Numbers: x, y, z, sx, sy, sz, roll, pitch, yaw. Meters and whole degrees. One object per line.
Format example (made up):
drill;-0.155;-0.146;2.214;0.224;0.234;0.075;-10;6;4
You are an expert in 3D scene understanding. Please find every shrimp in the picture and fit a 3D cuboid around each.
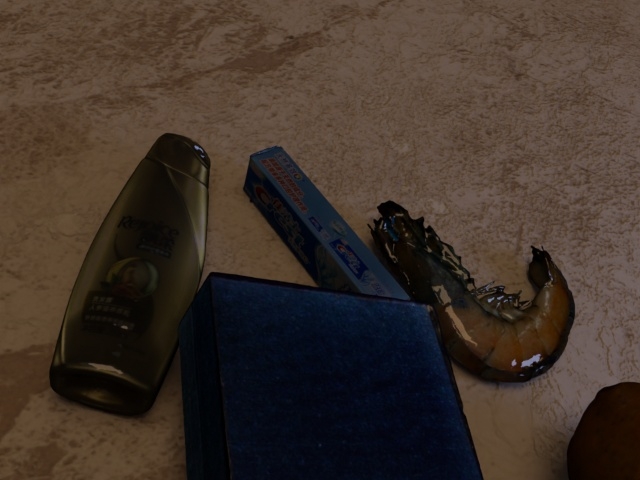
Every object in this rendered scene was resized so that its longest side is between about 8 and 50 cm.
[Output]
shrimp;0.198;0.038;1.023;0.222;0.054;0.290;-28;67;-31

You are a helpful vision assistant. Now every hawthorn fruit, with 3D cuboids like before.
hawthorn fruit;0.344;0.239;0.823;0.208;0.208;0.248;1;35;-15

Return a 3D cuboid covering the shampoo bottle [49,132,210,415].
shampoo bottle;-0.192;0.020;0.914;0.126;0.084;0.350;19;48;-8

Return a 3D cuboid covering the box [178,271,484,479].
box;0.008;0.184;0.784;0.261;0.116;0.279;10;49;-25

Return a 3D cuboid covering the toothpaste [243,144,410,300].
toothpaste;0.000;0.000;0.993;0.053;0.066;0.272;-23;60;-29
